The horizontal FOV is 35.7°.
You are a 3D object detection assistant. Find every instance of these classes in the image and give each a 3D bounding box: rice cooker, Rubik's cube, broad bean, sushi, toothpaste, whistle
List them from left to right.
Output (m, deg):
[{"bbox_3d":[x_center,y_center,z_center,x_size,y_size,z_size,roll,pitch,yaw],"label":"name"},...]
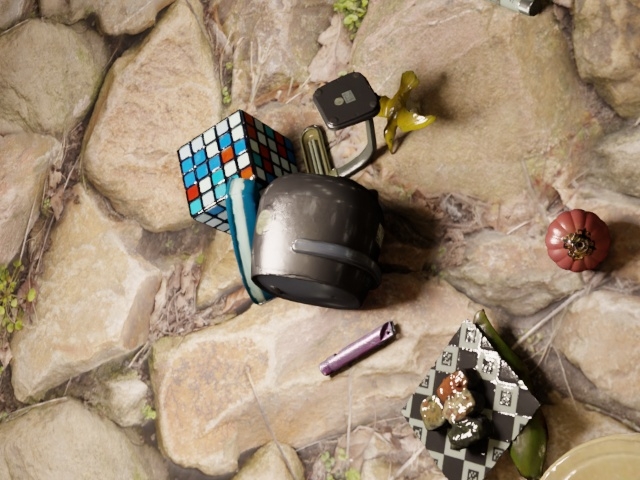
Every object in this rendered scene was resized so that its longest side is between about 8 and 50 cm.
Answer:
[{"bbox_3d":[-0.165,-0.134,2.093,0.182,0.187,0.184,-28,61,24],"label":"Rubik's cube"},{"bbox_3d":[0.000,0.000,1.877,0.267,0.267,0.224,0,69,36],"label":"rice cooker"},{"bbox_3d":[0.070,0.207,1.888,0.176,0.033,0.033,-33,56,22],"label":"whistle"},{"bbox_3d":[0.230,0.283,1.681,0.231,0.047,0.220,-59,43,22],"label":"sushi"},{"bbox_3d":[0.336,-0.494,1.956,0.239,0.039,0.062,37,103,41],"label":"toothpaste"},{"bbox_3d":[0.325,0.268,1.658,0.077,0.061,0.339,-36,54,35],"label":"broad bean"}]

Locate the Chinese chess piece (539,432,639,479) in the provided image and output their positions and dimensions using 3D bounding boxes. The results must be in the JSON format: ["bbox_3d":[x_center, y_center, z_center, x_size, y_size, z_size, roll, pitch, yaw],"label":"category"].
[{"bbox_3d":[0.459,0.450,1.440,0.338,0.140,0.338,-13,66,32],"label":"Chinese chess piece"}]

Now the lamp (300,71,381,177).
[{"bbox_3d":[0.031,-0.230,2.000,0.124,0.283,0.203,-15,58,-17],"label":"lamp"}]

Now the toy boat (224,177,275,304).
[{"bbox_3d":[-0.133,0.012,1.990,0.061,0.299,0.096,-6,35,6],"label":"toy boat"}]

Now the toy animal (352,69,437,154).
[{"bbox_3d":[0.163,-0.248,1.960,0.095,0.155,0.219,-35,45,-27],"label":"toy animal"}]

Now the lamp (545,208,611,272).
[{"bbox_3d":[0.430,0.000,1.662,0.107,0.092,0.107,1,100,7],"label":"lamp"}]
